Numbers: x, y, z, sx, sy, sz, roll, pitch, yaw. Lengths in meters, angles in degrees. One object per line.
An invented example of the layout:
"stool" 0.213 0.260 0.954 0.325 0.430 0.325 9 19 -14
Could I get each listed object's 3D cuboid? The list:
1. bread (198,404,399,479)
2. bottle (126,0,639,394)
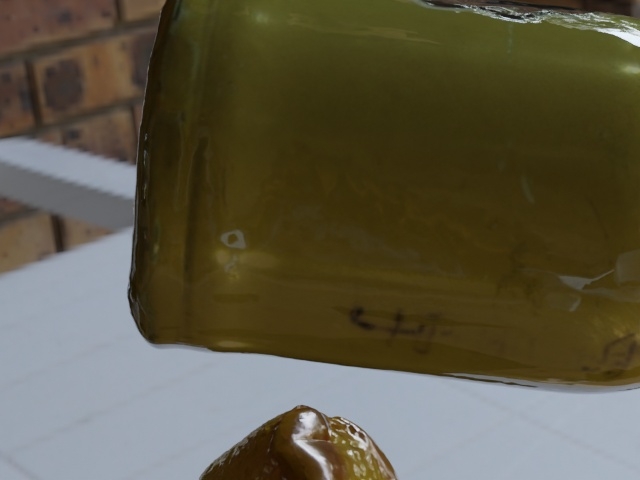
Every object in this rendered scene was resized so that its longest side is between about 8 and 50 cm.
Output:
"bread" 0.015 0.202 0.806 0.102 0.245 0.094 12 -39 -45
"bottle" 0.103 -0.018 0.699 0.351 0.171 0.171 7 23 -1
